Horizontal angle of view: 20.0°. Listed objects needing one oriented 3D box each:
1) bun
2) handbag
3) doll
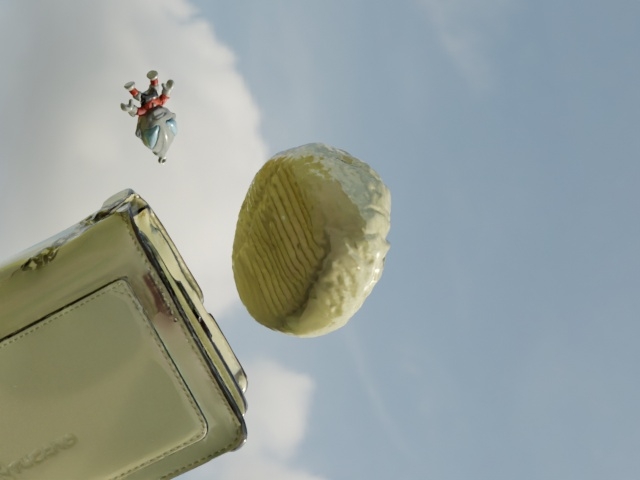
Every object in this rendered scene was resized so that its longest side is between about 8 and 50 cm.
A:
[{"bbox_3d":[0.000,0.000,1.583,0.188,0.111,0.164,-63,-144,36],"label":"bun"},{"bbox_3d":[-0.269,0.135,1.647,0.237,0.358,0.160,61,7,-17],"label":"handbag"},{"bbox_3d":[-0.174,-0.126,1.923,0.039,0.057,0.114,12,-45,29],"label":"doll"}]
